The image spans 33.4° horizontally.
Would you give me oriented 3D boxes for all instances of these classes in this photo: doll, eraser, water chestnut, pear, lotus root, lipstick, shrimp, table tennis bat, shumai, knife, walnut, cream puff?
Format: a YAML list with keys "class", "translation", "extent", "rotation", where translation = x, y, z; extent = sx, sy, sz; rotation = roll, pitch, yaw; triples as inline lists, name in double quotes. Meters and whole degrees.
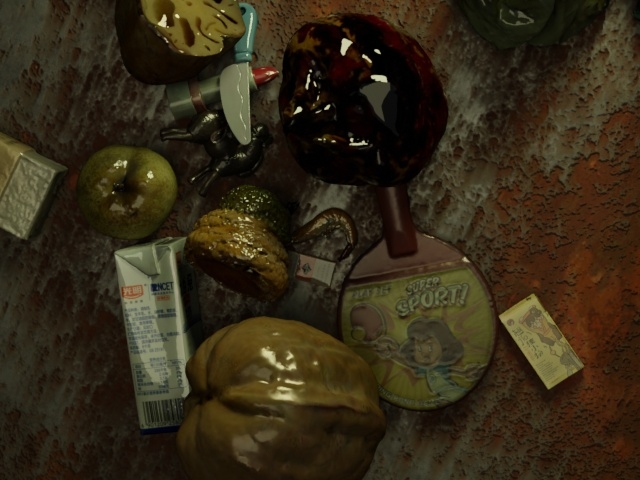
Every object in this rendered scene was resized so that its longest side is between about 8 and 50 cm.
- class: "doll"
  translation: [-0.164, -0.158, 1.769]
  extent: [0.165, 0.057, 0.139]
  rotation: [-30, 107, -5]
- class: "eraser"
  translation: [-0.614, -0.139, 1.817]
  extent: [0.343, 0.078, 0.144]
  rotation: [28, 99, 2]
- class: "water chestnut"
  translation: [0.057, -0.213, 1.649]
  extent: [0.289, 0.244, 0.289]
  rotation: [0, 97, 4]
- class: "pear"
  translation: [-0.321, -0.081, 1.760]
  extent: [0.167, 0.136, 0.167]
  rotation: [0, 92, 4]
- class: "lotus root"
  translation: [-0.239, -0.318, 1.702]
  extent: [0.180, 0.188, 0.199]
  rotation: [-50, 50, 42]
- class: "lipstick"
  translation: [-0.158, -0.253, 1.766]
  extent: [0.186, 0.057, 0.063]
  rotation: [-14, 67, 3]
- class: "shrimp"
  translation: [0.000, 0.000, 1.789]
  extent: [0.127, 0.025, 0.091]
  rotation: [-21, 95, 6]
- class: "table tennis bat"
  translation: [0.151, 0.085, 1.773]
  extent: [0.268, 0.051, 0.415]
  rotation: [-10, 98, 8]
- class: "shumai"
  translation: [0.334, -0.450, 1.581]
  extent: [0.304, 0.263, 0.309]
  rotation: [-17, 94, 10]
- class: "knife"
  translation: [-0.135, -0.270, 1.731]
  extent: [0.058, 0.032, 0.244]
  rotation: [1, 77, 6]
- class: "walnut"
  translation: [-0.055, 0.283, 1.689]
  extent: [0.344, 0.306, 0.306]
  rotation: [21, 100, -32]
- class: "cream puff"
  translation: [-0.111, -0.009, 1.747]
  extent: [0.183, 0.183, 0.169]
  rotation: [26, 71, 3]

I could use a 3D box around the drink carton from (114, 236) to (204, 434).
- class: "drink carton"
  translation: [-0.261, 0.155, 1.785]
  extent: [0.106, 0.130, 0.315]
  rotation: [-7, 96, 6]

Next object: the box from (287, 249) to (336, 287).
- class: "box"
  translation: [-0.019, 0.048, 1.803]
  extent: [0.083, 0.012, 0.046]
  rotation: [14, 99, 3]

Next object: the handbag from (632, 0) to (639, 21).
- class: "handbag"
  translation: [0.588, -0.408, 1.554]
  extent: [0.274, 0.269, 0.100]
  rotation: [-23, 103, 12]

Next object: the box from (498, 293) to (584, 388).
- class: "box"
  translation: [0.366, 0.168, 1.769]
  extent: [0.073, 0.020, 0.149]
  rotation: [-35, 91, 9]
